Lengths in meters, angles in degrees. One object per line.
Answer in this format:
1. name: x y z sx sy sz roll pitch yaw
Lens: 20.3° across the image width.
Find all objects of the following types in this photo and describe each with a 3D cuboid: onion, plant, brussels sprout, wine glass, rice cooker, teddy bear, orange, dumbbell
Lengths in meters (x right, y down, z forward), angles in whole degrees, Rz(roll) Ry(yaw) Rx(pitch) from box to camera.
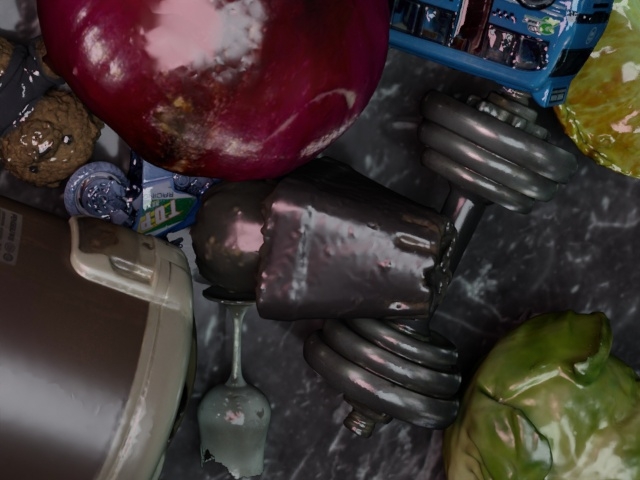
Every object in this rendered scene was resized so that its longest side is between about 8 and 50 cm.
1. onion: -0.080 -0.245 1.603 0.348 0.385 0.348 8 63 -17
2. plant: 0.000 0.000 1.718 0.256 0.164 0.142 9 106 14
3. brussels sprout: 0.260 0.223 1.911 0.259 0.227 0.294 30 101 -7
4. wine glass: -0.089 0.148 1.872 0.079 0.079 0.195 -1 102 -15
5. rice cooker: -0.284 0.121 1.684 0.325 0.335 0.335 20 98 -18
6. teddy bear: -0.319 -0.141 1.716 0.182 0.129 0.251 -37 138 20
7. orange: 0.390 -0.219 1.822 0.262 0.196 0.334 32 131 -27
8. dumbbell: 0.122 0.018 1.843 0.179 0.179 0.406 22 97 -19

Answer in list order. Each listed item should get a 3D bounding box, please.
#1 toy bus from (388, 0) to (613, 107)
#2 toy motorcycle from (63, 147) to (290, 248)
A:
1. toy bus: 0.153 -0.229 1.760 0.246 0.113 0.134 22 106 23
2. toy motorcycle: -0.132 -0.059 1.803 0.254 0.092 0.135 -27 121 -17
